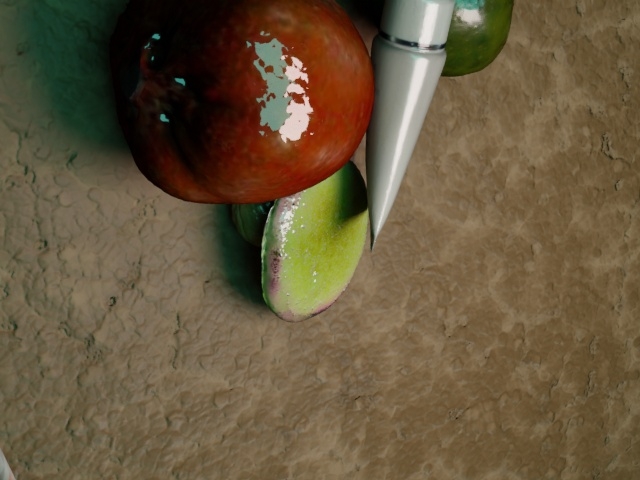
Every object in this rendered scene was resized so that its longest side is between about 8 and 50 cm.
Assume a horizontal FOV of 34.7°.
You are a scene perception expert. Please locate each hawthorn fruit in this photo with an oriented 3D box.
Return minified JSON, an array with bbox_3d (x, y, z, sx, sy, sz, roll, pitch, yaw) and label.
[{"bbox_3d":[-0.078,-0.170,1.144,0.311,0.295,0.295,10,95,-26],"label":"hawthorn fruit"}]

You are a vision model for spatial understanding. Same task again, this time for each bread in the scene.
[{"bbox_3d":[0.000,0.000,1.312,0.228,0.033,0.229,-35,135,-45],"label":"bread"}]

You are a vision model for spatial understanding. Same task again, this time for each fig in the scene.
[{"bbox_3d":[0.133,-0.321,1.314,0.244,0.195,0.196,19,90,2],"label":"fig"}]

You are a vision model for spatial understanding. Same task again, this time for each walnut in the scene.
[{"bbox_3d":[-0.071,-0.036,1.294,0.092,0.092,0.092,-6,103,-28],"label":"walnut"}]

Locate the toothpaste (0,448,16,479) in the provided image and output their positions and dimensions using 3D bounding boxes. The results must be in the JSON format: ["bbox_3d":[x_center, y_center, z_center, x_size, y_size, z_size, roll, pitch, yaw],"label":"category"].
[{"bbox_3d":[-0.415,0.213,1.161,0.100,0.066,0.323,-22,115,-24],"label":"toothpaste"}]

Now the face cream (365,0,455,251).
[{"bbox_3d":[0.088,-0.152,1.243,0.089,0.143,0.315,11,116,-5],"label":"face cream"}]
